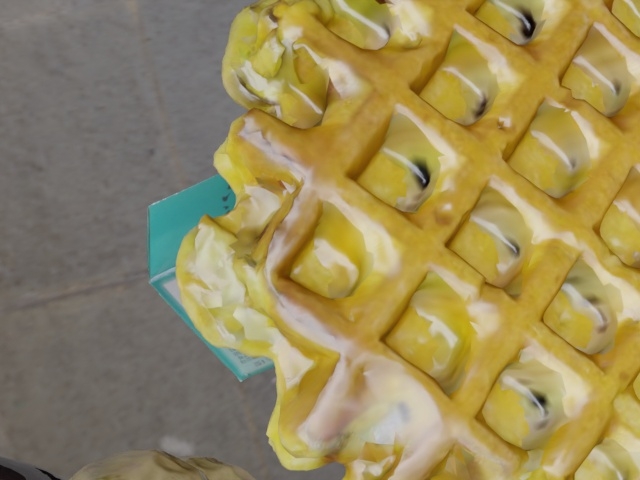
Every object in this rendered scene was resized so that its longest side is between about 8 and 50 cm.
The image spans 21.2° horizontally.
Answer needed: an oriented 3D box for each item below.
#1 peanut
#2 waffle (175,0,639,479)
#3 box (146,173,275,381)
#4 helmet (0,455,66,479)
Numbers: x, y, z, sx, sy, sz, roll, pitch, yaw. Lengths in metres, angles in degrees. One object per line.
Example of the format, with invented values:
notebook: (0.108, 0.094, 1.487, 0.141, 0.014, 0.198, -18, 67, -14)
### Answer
peanut: (-0.110, 0.202, 1.107, 0.120, 0.298, 0.136, 28, 87, 15)
waffle: (0.095, -0.013, 0.744, 0.325, 0.068, 0.302, -5, 78, -22)
box: (0.000, 0.000, 1.381, 0.245, 0.092, 0.153, -23, 132, 16)
helmet: (-0.174, 0.196, 0.787, 0.189, 0.193, 0.216, 11, 124, -5)
